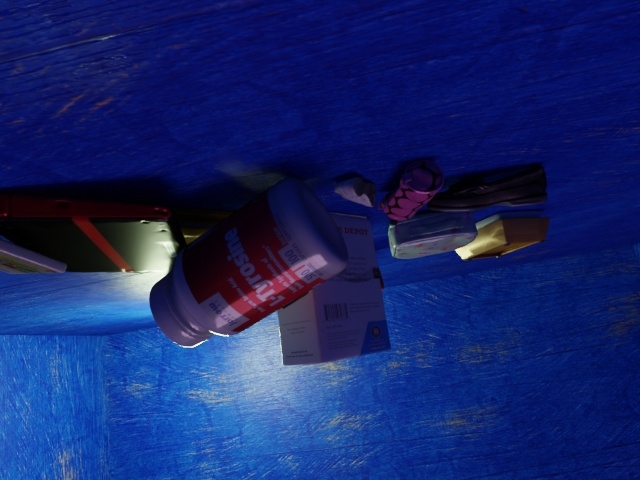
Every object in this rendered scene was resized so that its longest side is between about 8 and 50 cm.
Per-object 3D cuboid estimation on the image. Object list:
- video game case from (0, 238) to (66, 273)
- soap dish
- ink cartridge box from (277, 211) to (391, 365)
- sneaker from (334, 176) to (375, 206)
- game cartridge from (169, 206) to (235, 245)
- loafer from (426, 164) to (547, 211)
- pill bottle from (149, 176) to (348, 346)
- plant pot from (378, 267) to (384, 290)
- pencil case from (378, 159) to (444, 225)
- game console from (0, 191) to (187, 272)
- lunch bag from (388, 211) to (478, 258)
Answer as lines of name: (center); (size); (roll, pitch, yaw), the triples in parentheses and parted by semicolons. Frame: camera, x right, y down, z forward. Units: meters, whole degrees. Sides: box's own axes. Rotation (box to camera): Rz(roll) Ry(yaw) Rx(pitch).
video game case: (-0.695, 0.022, 0.925); (0.206, 0.026, 0.227); (-3, 156, 27)
soap dish: (0.672, -0.013, 1.670); (0.228, 0.118, 0.291); (-3, 164, -22)
ink cartridge box: (0.026, 0.132, 1.257); (0.285, 0.395, 0.166); (5, 163, -45)
sneaker: (0.085, -0.114, 1.033); (0.061, 0.054, 0.152); (1, 170, 30)
game cartridge: (-0.368, -0.011, 1.157); (0.285, 0.053, 0.323); (2, 165, -38)
loafer: (0.419, -0.133, 1.126); (0.302, 0.095, 0.109); (-5, -163, 0)
pill bottle: (-0.162, 0.061, 0.966); (0.407, 0.229, 0.229); (-33, 160, 15)
plant pot: (0.154, 0.135, 1.815); (0.191, 0.174, 0.191); (-8, 166, -2)
pencil case: (0.205, -0.111, 1.033); (0.098, 0.095, 0.209); (8, 162, -5)
game console: (-0.470, -0.003, 0.972); (0.341, 0.060, 0.386); (0, 162, -10)
lunch bag: (0.361, -0.026, 1.434); (0.279, 0.108, 0.224); (-11, 163, 6)
